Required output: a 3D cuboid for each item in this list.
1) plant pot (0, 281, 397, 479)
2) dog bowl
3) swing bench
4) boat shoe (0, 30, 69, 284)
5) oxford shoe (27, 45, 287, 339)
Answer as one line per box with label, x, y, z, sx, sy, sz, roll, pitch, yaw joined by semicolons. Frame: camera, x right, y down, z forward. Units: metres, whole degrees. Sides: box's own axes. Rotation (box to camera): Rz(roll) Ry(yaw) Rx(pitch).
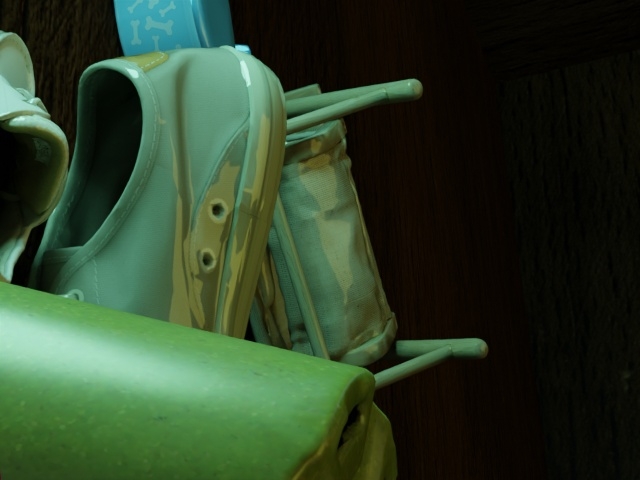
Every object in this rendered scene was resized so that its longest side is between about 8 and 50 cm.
plant pot;-0.107;0.133;0.829;0.276;0.254;0.276;5;90;-75
dog bowl;-0.128;-0.238;1.667;0.166;0.074;0.297;42;38;-68
swing bench;0.000;0.000;1.721;0.255;0.165;0.253;7;-66;68
boat shoe;-0.192;-0.044;1.144;0.277;0.096;0.098;-86;158;-52
oxford shoe;-0.125;0.087;1.173;0.130;0.169;0.449;15;76;-30
